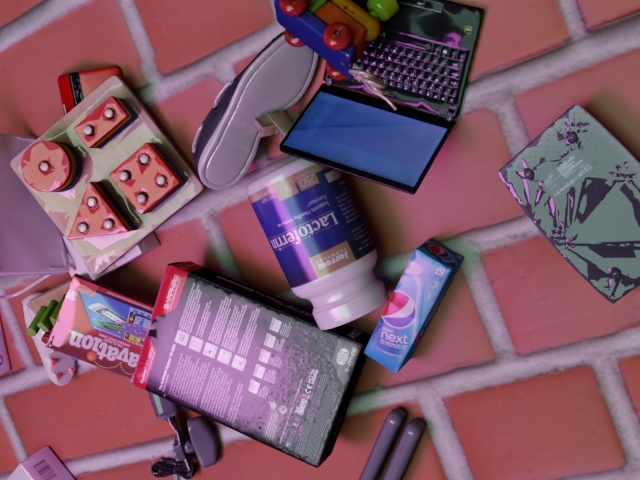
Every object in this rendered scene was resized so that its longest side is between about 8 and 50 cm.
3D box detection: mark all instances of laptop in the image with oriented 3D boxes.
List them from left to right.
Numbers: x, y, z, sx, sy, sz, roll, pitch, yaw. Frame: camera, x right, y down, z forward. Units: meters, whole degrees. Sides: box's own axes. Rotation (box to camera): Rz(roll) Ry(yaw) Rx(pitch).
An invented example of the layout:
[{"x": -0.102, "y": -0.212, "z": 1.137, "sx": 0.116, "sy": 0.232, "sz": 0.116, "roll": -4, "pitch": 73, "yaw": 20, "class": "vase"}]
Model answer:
[{"x": 0.087, "y": -0.238, "z": 1.393, "sx": 0.234, "sy": 0.136, "sz": 0.264, "roll": 20, "pitch": 112, "yaw": 20, "class": "laptop"}]

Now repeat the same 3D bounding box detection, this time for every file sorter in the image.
[{"x": -0.627, "y": -0.041, "z": 1.739, "sx": 0.173, "sy": 0.192, "sz": 0.278, "roll": -26, "pitch": 75, "yaw": 34, "class": "file sorter"}]

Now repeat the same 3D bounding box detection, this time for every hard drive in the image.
[{"x": 0.397, "y": -0.055, "z": 1.337, "sx": 0.255, "sy": 0.054, "sz": 0.172, "roll": 50, "pitch": 120, "yaw": 6, "class": "hard drive"}]

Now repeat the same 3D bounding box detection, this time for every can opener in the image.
[{"x": -0.271, "y": 0.302, "z": 1.778, "sx": 0.095, "sy": 0.076, "sz": 0.284, "roll": -17, "pitch": 97, "yaw": -3, "class": "can opener"}, {"x": 0.098, "y": 0.421, "z": 1.607, "sx": 0.074, "sy": 0.093, "sz": 0.280, "roll": 29, "pitch": 111, "yaw": 18, "class": "can opener"}]

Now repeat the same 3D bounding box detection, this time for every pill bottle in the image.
[{"x": 0.000, "y": 0.000, "z": 1.496, "sx": 0.153, "sy": 0.153, "sz": 0.265, "roll": -24, "pitch": 93, "yaw": 30, "class": "pill bottle"}]

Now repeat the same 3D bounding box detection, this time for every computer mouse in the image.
[{"x": -0.287, "y": 0.527, "z": 1.852, "sx": 0.106, "sy": 0.042, "sz": 0.193, "roll": 3, "pitch": 106, "yaw": 25, "class": "computer mouse"}]

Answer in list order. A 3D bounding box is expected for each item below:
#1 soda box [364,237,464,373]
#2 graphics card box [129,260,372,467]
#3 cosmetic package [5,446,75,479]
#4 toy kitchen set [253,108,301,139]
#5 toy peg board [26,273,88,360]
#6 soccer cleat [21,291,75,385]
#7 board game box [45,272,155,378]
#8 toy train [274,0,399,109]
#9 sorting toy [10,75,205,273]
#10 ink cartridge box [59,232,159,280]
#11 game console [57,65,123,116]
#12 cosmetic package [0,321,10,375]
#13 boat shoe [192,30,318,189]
[{"x": 0.149, "y": 0.105, "z": 1.497, "sx": 0.067, "sy": 0.071, "sz": 0.210, "roll": 31, "pitch": 116, "yaw": 16, "class": "soda box"}, {"x": -0.120, "y": 0.206, "z": 1.604, "sx": 0.370, "sy": 0.094, "sz": 0.233, "roll": 21, "pitch": 98, "yaw": 15, "class": "graphics card box"}, {"x": -0.566, "y": 0.674, "z": 2.003, "sx": 0.377, "sy": 0.097, "sz": 0.284, "roll": 49, "pitch": 118, "yaw": 7, "class": "cosmetic package"}, {"x": -0.057, "y": -0.158, "z": 1.495, "sx": 0.068, "sy": 0.083, "sz": 0.075, "roll": 50, "pitch": 145, "yaw": 43, "class": "toy kitchen set"}, {"x": -0.468, "y": 0.169, "z": 1.785, "sx": 0.161, "sy": 0.079, "sz": 0.161, "roll": -23, "pitch": 119, "yaw": 30, "class": "toy peg board"}, {"x": -0.549, "y": 0.198, "z": 1.883, "sx": 0.076, "sy": 0.068, "sz": 0.196, "roll": -8, "pitch": 100, "yaw": 45, "class": "soccer cleat"}, {"x": -0.342, "y": 0.178, "z": 1.702, "sx": 0.281, "sy": 0.027, "sz": 0.145, "roll": 22, "pitch": 99, "yaw": -8, "class": "board game box"}, {"x": 0.064, "y": -0.307, "z": 1.365, "sx": 0.248, "sy": 0.105, "sz": 0.143, "roll": 40, "pitch": 77, "yaw": 16, "class": "toy train"}, {"x": -0.384, "y": -0.113, "z": 1.631, "sx": 0.255, "sy": 0.089, "sz": 0.257, "roll": -38, "pitch": 90, "yaw": 7, "class": "sorting toy"}, {"x": -0.403, "y": 0.006, "z": 1.750, "sx": 0.181, "sy": 0.061, "sz": 0.104, "roll": -26, "pitch": 91, "yaw": 30, "class": "ink cartridge box"}, {"x": -0.415, "y": -0.241, "z": 1.715, "sx": 0.124, "sy": 0.085, "sz": 0.144, "roll": 9, "pitch": 111, "yaw": 57, "class": "game console"}, {"x": -0.864, "y": 0.259, "z": 1.829, "sx": 0.230, "sy": 0.453, "sz": 0.162, "roll": -2, "pitch": 104, "yaw": 26, "class": "cosmetic package"}, {"x": -0.117, "y": -0.227, "z": 1.519, "sx": 0.302, "sy": 0.114, "sz": 0.091, "roll": -51, "pitch": 40, "yaw": 14, "class": "boat shoe"}]
